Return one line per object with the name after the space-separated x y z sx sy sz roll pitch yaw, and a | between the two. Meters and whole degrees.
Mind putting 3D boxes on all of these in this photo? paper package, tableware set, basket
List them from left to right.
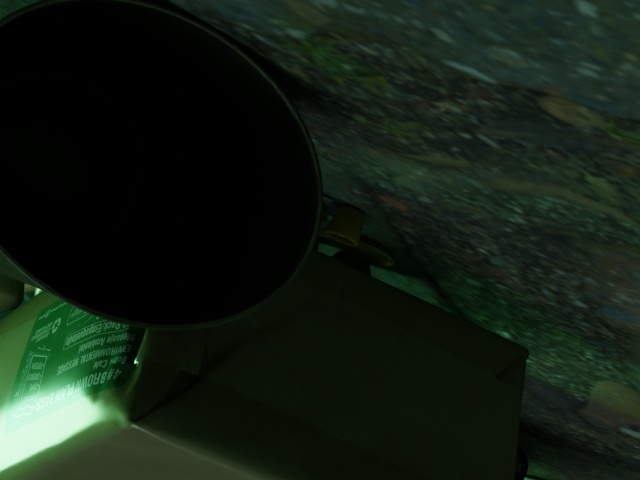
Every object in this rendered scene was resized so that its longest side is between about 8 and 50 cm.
-0.134 -0.041 1.048 0.204 0.154 0.227 26 171 -24 | basket
-0.068 0.141 1.333 0.309 0.168 0.325 25 150 -26 | paper package
0.000 0.000 1.256 0.104 0.024 0.154 23 167 -2 | tableware set

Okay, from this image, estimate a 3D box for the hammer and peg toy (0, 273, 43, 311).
-0.333 0.011 1.430 0.266 0.127 0.361 -20 144 28 | hammer and peg toy

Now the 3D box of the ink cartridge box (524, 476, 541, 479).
0.193 0.319 2.026 0.211 0.121 0.289 33 164 -36 | ink cartridge box

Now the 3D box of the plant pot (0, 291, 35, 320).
-0.314 0.160 1.758 0.271 0.255 0.271 45 176 4 | plant pot

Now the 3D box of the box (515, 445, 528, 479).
0.001 0.146 1.705 0.318 0.097 0.395 20 168 19 | box
